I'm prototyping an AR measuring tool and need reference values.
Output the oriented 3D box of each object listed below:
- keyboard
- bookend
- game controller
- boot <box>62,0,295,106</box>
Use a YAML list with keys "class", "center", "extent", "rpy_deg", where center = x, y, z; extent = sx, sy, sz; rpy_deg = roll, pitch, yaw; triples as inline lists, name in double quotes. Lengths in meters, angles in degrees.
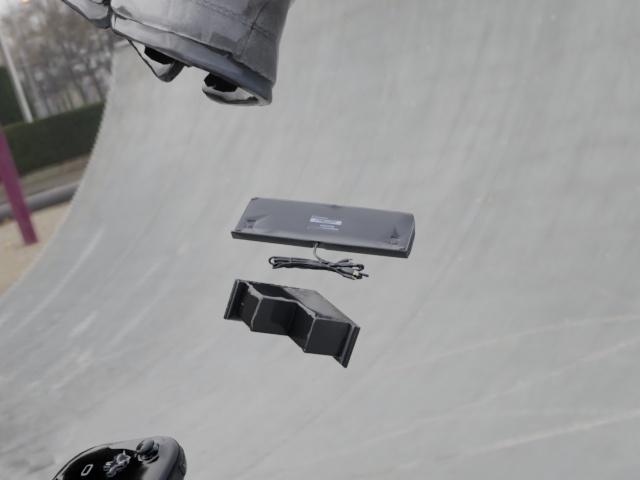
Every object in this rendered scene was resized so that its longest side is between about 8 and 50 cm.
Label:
- class: "keyboard"
  center: [0.000, 0.000, 1.815]
  extent: [0.317, 0.033, 0.201]
  rpy_deg: [6, 37, 14]
- class: "bookend"
  center: [-0.046, 0.131, 1.657]
  extent: [0.156, 0.072, 0.157]
  rpy_deg: [10, 14, -33]
- class: "game controller"
  center: [-0.245, 0.310, 0.984]
  extent: [0.166, 0.067, 0.319]
  rpy_deg: [-6, 33, 25]
- class: "boot"
  center: [-0.084, -0.220, 0.571]
  extent: [0.118, 0.223, 0.338]
  rpy_deg: [24, 13, -36]
